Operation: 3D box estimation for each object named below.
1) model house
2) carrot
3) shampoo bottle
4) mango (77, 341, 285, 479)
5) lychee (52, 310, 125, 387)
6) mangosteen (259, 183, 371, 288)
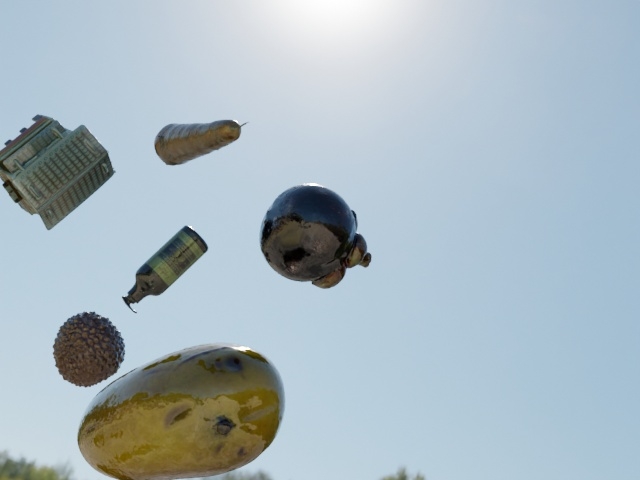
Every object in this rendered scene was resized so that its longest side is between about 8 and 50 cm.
[{"bbox_3d":[-0.652,-0.170,2.231,0.215,0.224,0.198,24,-31,41],"label":"model house"},{"bbox_3d":[-0.200,-0.174,1.545,0.078,0.078,0.298,34,-19,-27],"label":"carrot"},{"bbox_3d":[-0.450,0.084,2.615,0.101,0.284,0.101,43,-14,13],"label":"shampoo bottle"},{"bbox_3d":[-0.259,0.303,1.612,0.445,0.301,0.220,-15,-83,41],"label":"mango"},{"bbox_3d":[-0.607,0.293,2.417,0.200,0.200,0.238,12,-46,18],"label":"lychee"},{"bbox_3d":[0.000,0.000,1.878,0.250,0.211,0.211,29,-26,-24],"label":"mangosteen"}]
